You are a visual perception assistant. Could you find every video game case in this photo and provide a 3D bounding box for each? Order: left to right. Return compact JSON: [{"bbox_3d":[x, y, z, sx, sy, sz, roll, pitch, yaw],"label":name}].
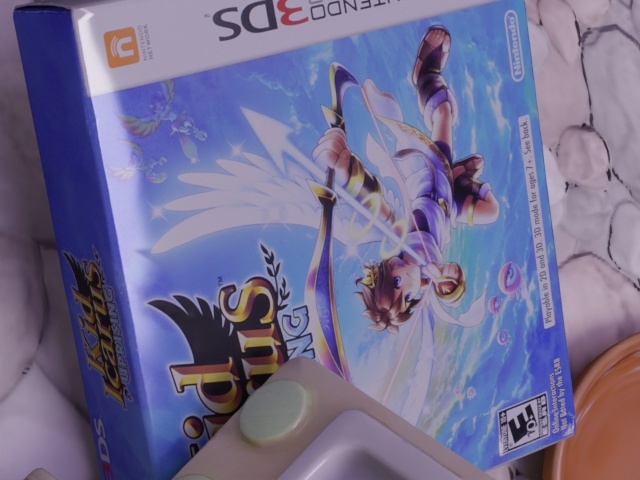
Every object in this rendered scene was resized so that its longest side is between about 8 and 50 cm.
[{"bbox_3d":[0.000,0.000,0.862,0.244,0.061,0.269,-17,105,-31],"label":"video game case"}]

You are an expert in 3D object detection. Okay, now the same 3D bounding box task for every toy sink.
[{"bbox_3d":[0.012,0.149,0.756,0.131,0.153,0.234,-46,130,-13],"label":"toy sink"}]

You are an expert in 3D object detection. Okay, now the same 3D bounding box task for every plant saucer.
[{"bbox_3d":[0.197,0.147,1.002,0.200,0.037,0.200,9,72,-29],"label":"plant saucer"}]
